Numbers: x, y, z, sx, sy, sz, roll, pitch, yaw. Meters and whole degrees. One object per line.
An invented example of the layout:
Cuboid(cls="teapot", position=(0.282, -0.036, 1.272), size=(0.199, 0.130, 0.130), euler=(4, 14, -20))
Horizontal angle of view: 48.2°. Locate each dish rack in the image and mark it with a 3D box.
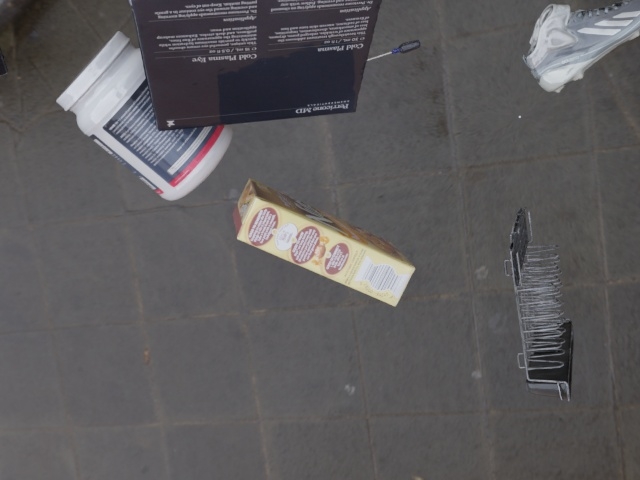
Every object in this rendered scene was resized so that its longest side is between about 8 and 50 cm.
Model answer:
Cuboid(cls="dish rack", position=(0.342, 0.088, 1.113), size=(0.074, 0.208, 0.272), euler=(-6, 109, 22))

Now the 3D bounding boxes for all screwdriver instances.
Cuboid(cls="screwdriver", position=(0.160, -0.448, 1.727), size=(0.169, 0.024, 0.025), euler=(-21, 69, 6))

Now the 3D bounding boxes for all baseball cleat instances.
Cuboid(cls="baseball cleat", position=(0.368, -0.295, 0.965), size=(0.206, 0.072, 0.109), euler=(-40, 102, 3))

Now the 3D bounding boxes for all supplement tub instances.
Cuboid(cls="supplement tub", position=(-0.313, -0.222, 1.297), size=(0.191, 0.191, 0.272), euler=(-40, 115, 18))

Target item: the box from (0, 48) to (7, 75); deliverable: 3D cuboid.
Cuboid(cls="box", position=(-0.311, -0.208, 0.512), size=(0.158, 0.093, 0.156), euler=(46, 150, 38))

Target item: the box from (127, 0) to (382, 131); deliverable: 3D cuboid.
Cuboid(cls="box", position=(-0.103, -0.336, 1.082), size=(0.343, 0.312, 0.179), euler=(-7, 66, -9))

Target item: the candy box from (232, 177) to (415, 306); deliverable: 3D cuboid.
Cuboid(cls="candy box", position=(0.000, 0.000, 1.315), size=(0.316, 0.183, 0.088), euler=(24, 99, -15))
